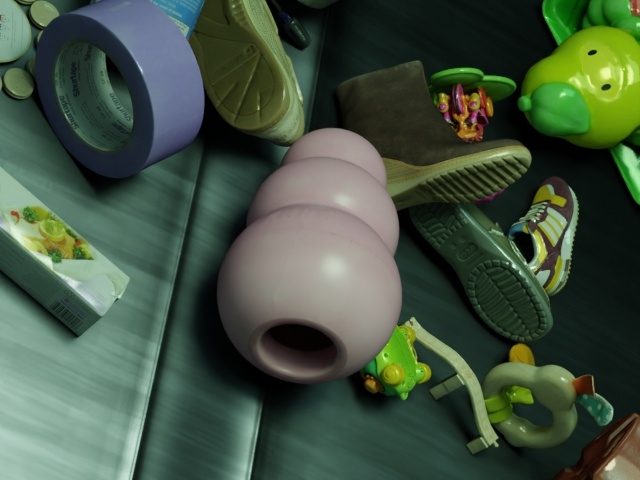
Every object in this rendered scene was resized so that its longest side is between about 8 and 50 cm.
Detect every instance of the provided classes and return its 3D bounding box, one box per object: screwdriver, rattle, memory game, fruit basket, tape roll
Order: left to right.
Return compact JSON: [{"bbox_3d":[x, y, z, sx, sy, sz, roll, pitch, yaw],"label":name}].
[{"bbox_3d":[-0.374,-0.241,1.693,0.186,0.012,0.186,17,57,-28],"label":"memory game"},{"bbox_3d":[-0.222,-0.169,1.645,0.080,0.189,0.189,-30,86,-43],"label":"tape roll"},{"bbox_3d":[-0.060,-0.299,1.898,0.170,0.025,0.024,44,20,-44],"label":"screwdriver"},{"bbox_3d":[0.296,0.171,1.828,0.142,0.199,0.130,-25,82,-42],"label":"rattle"},{"bbox_3d":[0.461,-0.244,2.154,0.392,0.283,0.392,36,38,-34],"label":"fruit basket"}]

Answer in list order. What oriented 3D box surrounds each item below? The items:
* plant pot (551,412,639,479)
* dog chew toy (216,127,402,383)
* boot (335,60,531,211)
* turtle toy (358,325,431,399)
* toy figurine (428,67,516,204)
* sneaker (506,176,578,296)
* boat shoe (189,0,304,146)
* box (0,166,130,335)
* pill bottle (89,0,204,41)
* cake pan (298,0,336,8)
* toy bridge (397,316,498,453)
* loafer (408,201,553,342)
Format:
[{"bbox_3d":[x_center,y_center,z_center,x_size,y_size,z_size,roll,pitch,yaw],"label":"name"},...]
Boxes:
[{"bbox_3d":[0.397,0.366,1.773,0.265,0.272,0.272,45,48,4],"label":"plant pot"},{"bbox_3d":[0.000,0.000,1.716,0.206,0.206,0.332,30,44,-19],"label":"dog chew toy"},{"bbox_3d":[0.132,-0.143,1.866,0.090,0.248,0.207,47,34,-54],"label":"boot"},{"bbox_3d":[0.071,0.131,1.776,0.095,0.066,0.130,7,57,-60],"label":"turtle toy"},{"bbox_3d":[0.198,-0.128,1.969,0.173,0.130,0.159,32,51,-71],"label":"toy figurine"},{"bbox_3d":[0.295,-0.019,2.019,0.084,0.069,0.186,28,51,-28],"label":"sneaker"},{"bbox_3d":[-0.118,-0.260,1.835,0.110,0.121,0.341,35,30,-63],"label":"boat shoe"},{"bbox_3d":[-0.345,-0.032,1.565,0.324,0.067,0.063,41,48,-9],"label":"box"},{"bbox_3d":[-0.181,-0.328,1.742,0.124,0.124,0.222,22,89,-25],"label":"pill bottle"},{"bbox_3d":[-0.059,-0.410,1.912,0.293,0.054,0.293,42,22,-22],"label":"cake pan"},{"bbox_3d":[0.160,0.173,1.820,0.026,0.063,0.188,-33,87,-42],"label":"toy bridge"},{"bbox_3d":[0.218,0.018,1.924,0.251,0.094,0.087,53,35,-8],"label":"loafer"}]
